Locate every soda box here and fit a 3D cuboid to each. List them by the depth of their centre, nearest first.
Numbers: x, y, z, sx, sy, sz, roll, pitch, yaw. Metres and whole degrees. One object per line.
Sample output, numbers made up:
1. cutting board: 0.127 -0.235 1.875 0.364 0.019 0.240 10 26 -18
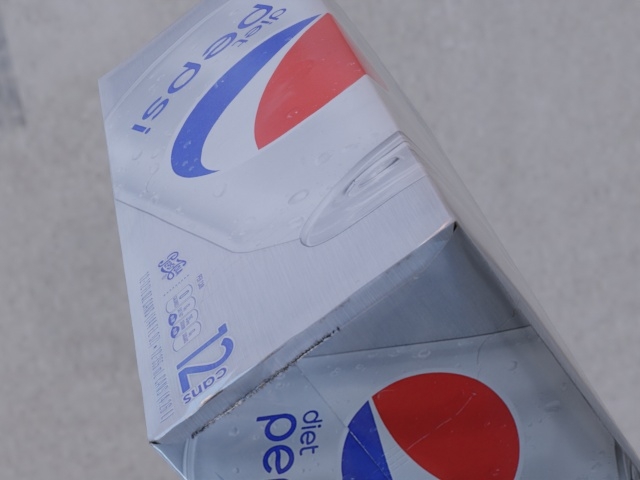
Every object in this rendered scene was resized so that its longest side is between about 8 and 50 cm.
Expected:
1. soda box: 0.000 0.000 0.549 0.098 0.091 0.286 51 -173 -23
